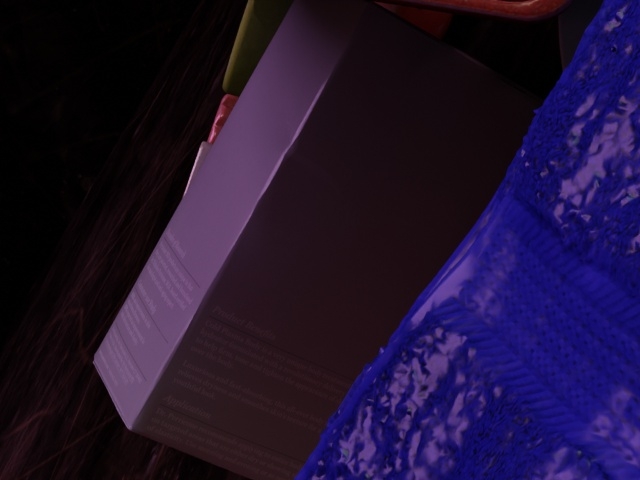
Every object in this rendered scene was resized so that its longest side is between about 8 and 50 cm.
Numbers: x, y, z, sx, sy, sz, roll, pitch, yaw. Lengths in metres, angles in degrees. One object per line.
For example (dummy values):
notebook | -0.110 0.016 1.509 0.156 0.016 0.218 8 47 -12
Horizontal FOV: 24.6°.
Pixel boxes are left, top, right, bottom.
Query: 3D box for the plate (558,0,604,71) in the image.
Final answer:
plate | 0.144 -0.103 0.543 0.188 0.024 0.188 -179 90 -69

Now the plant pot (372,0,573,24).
plant pot | 0.001 -0.226 0.623 0.236 0.267 0.267 -1 -78 -79

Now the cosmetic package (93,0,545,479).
cosmetic package | 0.000 0.000 0.738 0.238 0.127 0.107 -60 25 4

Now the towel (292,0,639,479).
towel | 0.076 0.057 0.409 0.308 0.076 0.227 -59 23 9

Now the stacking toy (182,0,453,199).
stacking toy | 0.002 -0.075 0.905 0.279 0.130 0.308 -124 53 -84
